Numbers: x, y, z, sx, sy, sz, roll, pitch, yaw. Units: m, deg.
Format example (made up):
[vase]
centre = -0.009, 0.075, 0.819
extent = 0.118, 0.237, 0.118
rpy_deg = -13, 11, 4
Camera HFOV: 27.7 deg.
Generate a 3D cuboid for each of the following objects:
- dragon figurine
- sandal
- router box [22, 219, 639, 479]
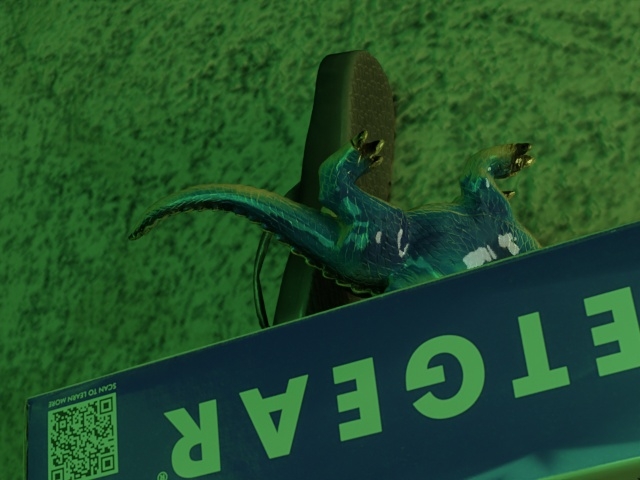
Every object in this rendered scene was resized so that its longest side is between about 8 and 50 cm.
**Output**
[dragon figurine]
centre = 0.047, 0.027, 0.678
extent = 0.289, 0.085, 0.144
rpy_deg = 3, 59, -11
[sandal]
centre = 0.000, 0.000, 0.798
extent = 0.054, 0.097, 0.255
rpy_deg = -6, 54, 25
[router box]
centre = 0.098, 0.107, 0.560
extent = 0.335, 0.301, 0.082
rpy_deg = -17, 61, 20
